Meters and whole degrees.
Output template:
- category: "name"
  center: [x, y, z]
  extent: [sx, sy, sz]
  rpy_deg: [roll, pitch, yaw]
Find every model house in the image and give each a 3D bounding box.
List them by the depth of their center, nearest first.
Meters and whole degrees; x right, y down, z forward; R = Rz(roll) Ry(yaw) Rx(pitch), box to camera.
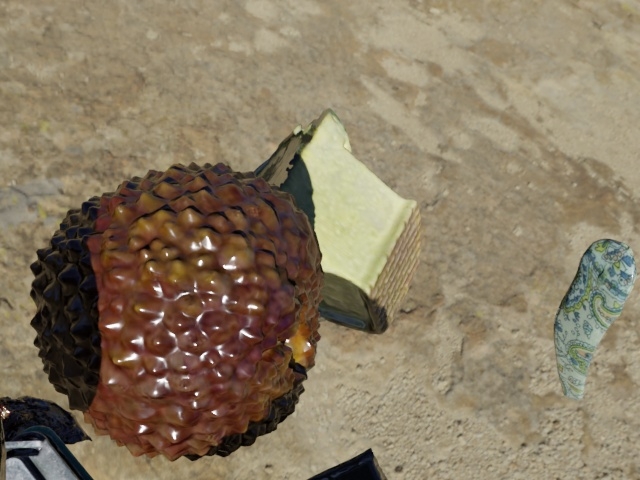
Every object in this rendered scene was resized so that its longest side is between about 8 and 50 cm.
- category: "model house"
  center: [0.000, 0.000, 0.968]
  extent: [0.266, 0.321, 0.261]
  rpy_deg: [39, 57, -13]

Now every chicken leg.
- category: "chicken leg"
  center: [-0.506, 0.317, 1.110]
  extent: [0.105, 0.063, 0.234]
  rpy_deg: [57, 14, 28]

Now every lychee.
- category: "lychee"
  center: [-0.126, 0.056, 0.555]
  extent: [0.268, 0.267, 0.267]
  rpy_deg: [10, 52, -12]

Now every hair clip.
- category: "hair clip"
  center: [0.277, 0.095, 0.668]
  extent: [0.036, 0.229, 0.066]
  rpy_deg: [-19, 41, -19]

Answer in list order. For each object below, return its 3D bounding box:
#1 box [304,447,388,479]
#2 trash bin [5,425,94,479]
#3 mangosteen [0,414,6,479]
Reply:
- category: "box"
  center: [-0.028, 0.437, 0.713]
  extent: [0.345, 0.251, 0.204]
  rpy_deg: [-26, 42, -1]
- category: "trash bin"
  center: [-0.414, 0.496, 0.965]
  extent: [0.259, 0.381, 0.295]
  rpy_deg: [37, 68, 24]
- category: "mangosteen"
  center: [-0.269, 0.102, 0.242]
  extent: [0.288, 0.288, 0.288]
  rpy_deg: [10, 52, -12]
